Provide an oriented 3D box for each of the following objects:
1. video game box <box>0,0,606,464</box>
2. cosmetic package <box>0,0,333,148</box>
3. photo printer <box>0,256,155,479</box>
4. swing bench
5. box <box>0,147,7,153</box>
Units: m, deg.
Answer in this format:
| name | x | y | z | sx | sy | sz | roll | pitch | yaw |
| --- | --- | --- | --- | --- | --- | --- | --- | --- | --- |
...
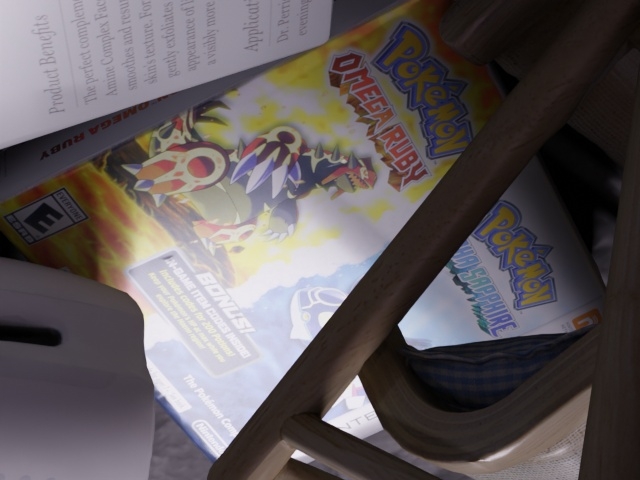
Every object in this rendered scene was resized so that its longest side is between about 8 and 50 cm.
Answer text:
| name | x | y | z | sx | sy | sz | roll | pitch | yaw |
| --- | --- | --- | --- | --- | --- | --- | --- | --- | --- |
| video game box | 0.000 | 0.000 | 0.592 | 0.187 | 0.048 | 0.205 | -27 | 132 | 9 |
| cosmetic package | -0.112 | -0.078 | 0.373 | 0.231 | 0.085 | 0.117 | -18 | 152 | -14 |
| photo printer | -0.205 | 0.109 | 0.561 | 0.256 | 0.107 | 0.307 | 2 | 144 | -23 |
| swing bench | 0.142 | 0.033 | 0.530 | 0.253 | 0.165 | 0.254 | 31 | 82 | -44 |
| box | -0.180 | -0.071 | 0.488 | 0.233 | 0.044 | 0.159 | -33 | 130 | 18 |
